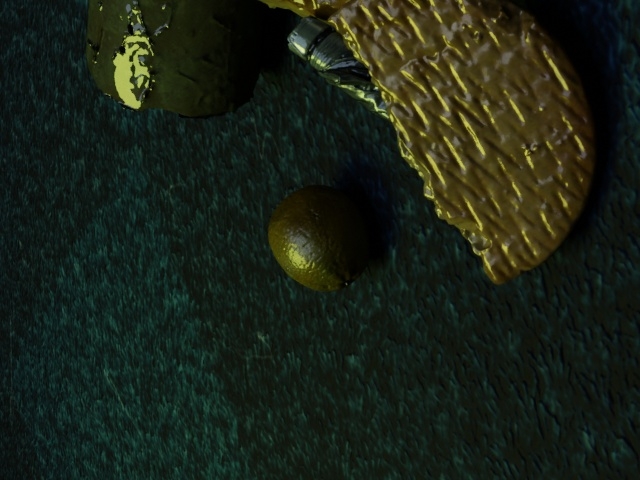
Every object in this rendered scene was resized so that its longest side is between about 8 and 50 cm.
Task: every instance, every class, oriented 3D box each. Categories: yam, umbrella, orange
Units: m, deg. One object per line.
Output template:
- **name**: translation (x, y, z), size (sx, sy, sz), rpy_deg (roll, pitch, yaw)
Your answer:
- **yam**: translation (-0.115, -0.270, 1.091), size (0.168, 0.168, 0.304), rpy_deg (42, 132, 43)
- **umbrella**: translation (0.058, -0.106, 0.932), size (0.188, 0.050, 0.046), rpy_deg (37, 93, 13)
- **orange**: translation (0.000, 0.000, 1.084), size (0.095, 0.085, 0.085), rpy_deg (61, 144, 28)

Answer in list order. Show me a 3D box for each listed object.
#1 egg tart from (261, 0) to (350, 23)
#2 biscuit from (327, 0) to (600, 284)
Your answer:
- **egg tart**: translation (-0.005, -0.279, 0.876), size (0.341, 0.341, 0.132), rpy_deg (-8, 50, 57)
- **biscuit**: translation (0.111, -0.089, 0.866), size (0.144, 0.033, 0.224), rpy_deg (-31, 98, 28)
